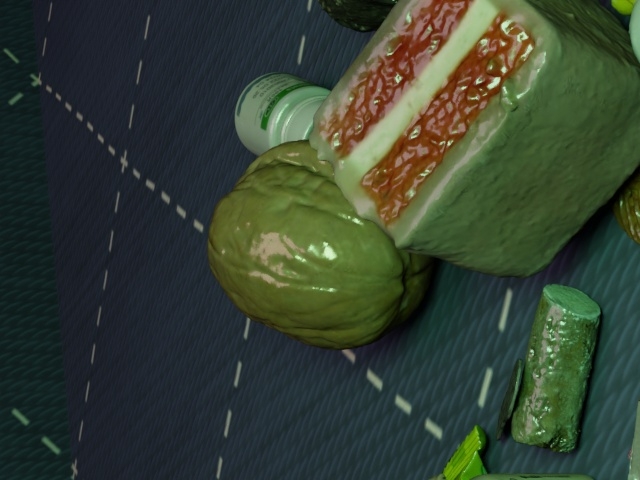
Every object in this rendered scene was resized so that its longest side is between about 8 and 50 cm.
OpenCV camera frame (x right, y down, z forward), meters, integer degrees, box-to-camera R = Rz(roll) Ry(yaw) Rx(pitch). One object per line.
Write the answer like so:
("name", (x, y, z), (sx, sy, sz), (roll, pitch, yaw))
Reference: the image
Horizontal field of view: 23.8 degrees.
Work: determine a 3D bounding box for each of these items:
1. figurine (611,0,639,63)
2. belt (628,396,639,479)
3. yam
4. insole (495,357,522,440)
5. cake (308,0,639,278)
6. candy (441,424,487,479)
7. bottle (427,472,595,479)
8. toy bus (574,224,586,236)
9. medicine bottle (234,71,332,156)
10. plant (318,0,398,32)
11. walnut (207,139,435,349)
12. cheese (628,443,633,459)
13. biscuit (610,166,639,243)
("figurine", (0.415, -0.225, 1.376), (0.283, 0.204, 0.338), (-57, 50, 33))
("belt", (0.360, 0.194, 1.403), (0.124, 0.128, 0.201), (-9, 70, 64))
("yam", (0.261, 0.142, 1.670), (0.078, 0.078, 0.179), (28, 109, 61))
("insole", (0.215, 0.183, 1.733), (0.193, 0.006, 0.065), (91, -169, -65))
("cake", (0.174, -0.133, 1.576), (0.309, 0.230, 0.237), (-54, 46, 27))
("candy", (0.178, 0.357, 1.808), (0.149, 0.069, 0.246), (121, 144, -45))
("bottle", (0.199, 0.303, 1.616), (0.097, 0.209, 0.110), (-39, 52, 56))
("toy bus", (0.243, -0.089, 1.736), (0.089, 0.081, 0.195), (127, 138, -62))
("medicine bottle", (-0.023, -0.162, 2.202), (0.237, 0.139, 0.139), (31, 114, 62))
("plant", (0.117, -0.363, 1.919), (0.320, 0.181, 0.194), (161, 111, -66))
("walnut", (0.000, 0.002, 1.968), (0.313, 0.277, 0.252), (19, 149, 38))
("cheese", (0.357, 0.244, 1.504), (0.145, 0.038, 0.095), (46, 127, 45))
("biscuit", (0.355, -0.084, 1.566), (0.188, 0.027, 0.188), (-18, 70, 62))
